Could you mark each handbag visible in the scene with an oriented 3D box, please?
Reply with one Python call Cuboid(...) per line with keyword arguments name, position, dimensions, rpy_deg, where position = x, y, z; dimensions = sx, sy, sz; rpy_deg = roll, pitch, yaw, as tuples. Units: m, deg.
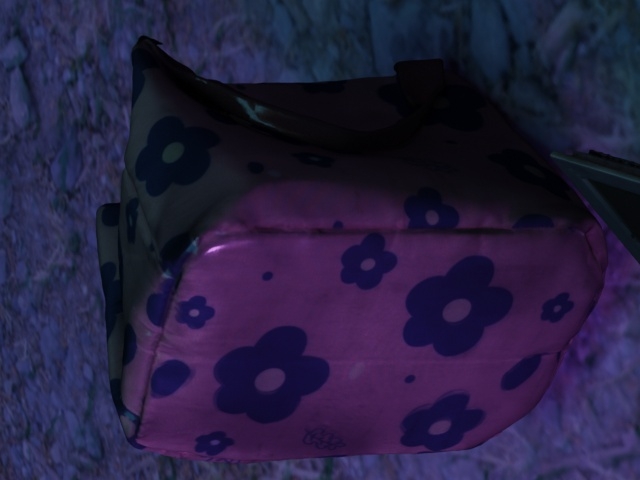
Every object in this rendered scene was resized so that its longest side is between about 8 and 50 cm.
Cuboid(name="handbag", position=(0.000, 0.000, 1.012), dimensions=(0.193, 0.252, 0.190), rpy_deg=(-113, 33, -42))

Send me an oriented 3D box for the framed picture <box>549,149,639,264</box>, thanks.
Cuboid(name="framed picture", position=(0.232, 0.041, 0.792), dimensions=(0.252, 0.014, 0.197), rpy_deg=(23, 162, 51))
